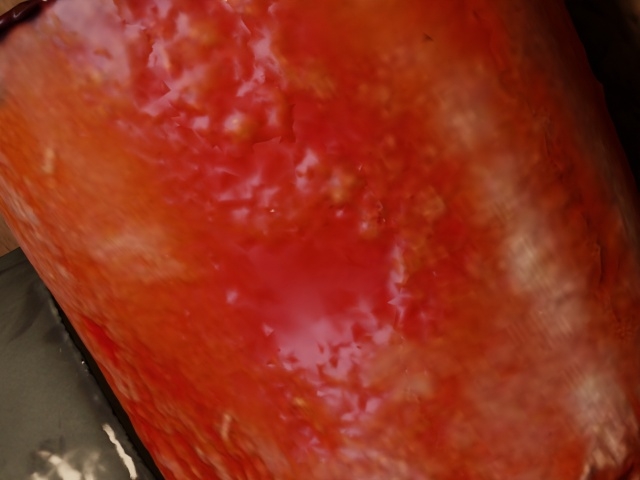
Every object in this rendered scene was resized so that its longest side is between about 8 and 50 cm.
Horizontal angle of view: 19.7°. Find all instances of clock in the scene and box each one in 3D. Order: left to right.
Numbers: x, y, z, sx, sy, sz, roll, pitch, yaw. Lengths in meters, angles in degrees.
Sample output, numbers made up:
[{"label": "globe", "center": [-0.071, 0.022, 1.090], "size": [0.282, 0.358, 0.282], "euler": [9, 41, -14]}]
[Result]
[{"label": "clock", "center": [-0.073, 0.140, 0.933], "size": [0.325, 0.067, 0.325], "euler": [55, -177, -4]}]

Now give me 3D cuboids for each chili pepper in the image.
[{"label": "chili pepper", "center": [0.000, 0.000, 0.724], "size": [0.251, 0.229, 0.305], "euler": [-20, 101, 21]}]
